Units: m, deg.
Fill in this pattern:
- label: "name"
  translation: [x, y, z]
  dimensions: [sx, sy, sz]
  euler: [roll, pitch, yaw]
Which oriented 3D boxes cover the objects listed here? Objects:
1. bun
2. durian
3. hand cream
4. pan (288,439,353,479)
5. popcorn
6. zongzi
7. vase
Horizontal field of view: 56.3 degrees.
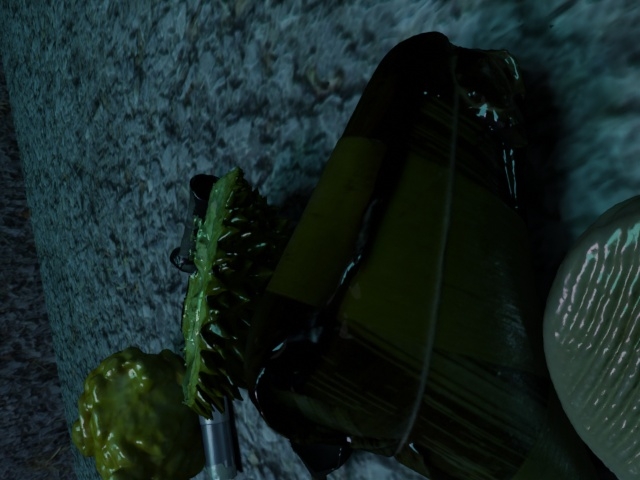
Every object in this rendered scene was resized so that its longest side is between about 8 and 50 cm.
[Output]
- label: "bun"
  translation: [0.206, 0.047, 0.290]
  dimensions: [0.167, 0.113, 0.173]
  euler: [58, 139, 20]
- label: "durian"
  translation: [-0.131, 0.095, 0.727]
  dimensions: [0.198, 0.163, 0.394]
  euler: [45, 141, 14]
- label: "hand cream"
  translation: [-0.177, 0.258, 0.977]
  dimensions: [0.079, 0.048, 0.256]
  euler: [-15, 81, 54]
- label: "pan"
  translation: [-0.003, 0.232, 0.703]
  dimensions: [0.128, 0.048, 0.202]
  euler: [33, 122, 50]
- label: "popcorn"
  translation: [-0.309, 0.323, 1.025]
  dimensions: [0.242, 0.234, 0.250]
  euler: [83, -179, -66]
- label: "zongzi"
  translation: [0.134, 0.038, 0.426]
  dimensions: [0.290, 0.317, 0.154]
  euler: [-63, -1, 3]
- label: "vase"
  translation: [-0.189, -0.022, 0.919]
  dimensions: [0.059, 0.059, 0.167]
  euler: [59, 140, 31]
